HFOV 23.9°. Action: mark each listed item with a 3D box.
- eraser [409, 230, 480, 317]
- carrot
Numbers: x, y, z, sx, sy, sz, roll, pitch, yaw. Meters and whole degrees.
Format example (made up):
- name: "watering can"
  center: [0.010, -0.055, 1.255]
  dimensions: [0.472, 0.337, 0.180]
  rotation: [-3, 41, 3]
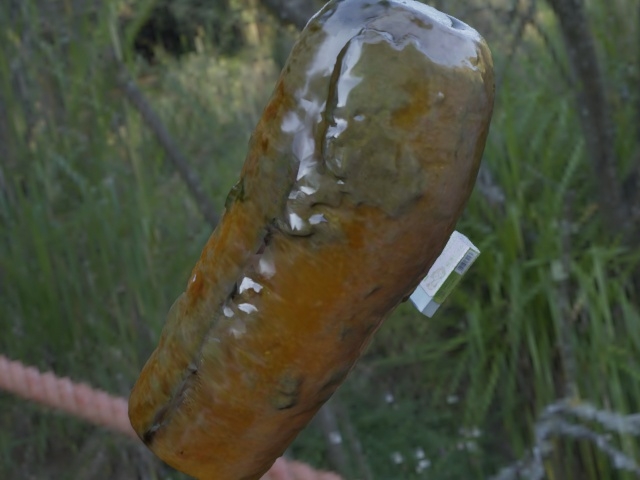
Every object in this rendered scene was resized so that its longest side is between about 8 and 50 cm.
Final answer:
- name: "eraser"
  center: [0.122, 0.034, 1.506]
  dimensions: [0.019, 0.083, 0.038]
  rotation: [28, 15, -34]
- name: "carrot"
  center: [0.000, 0.000, 0.887]
  dimensions: [0.139, 0.302, 0.138]
  rotation: [24, 21, -10]
